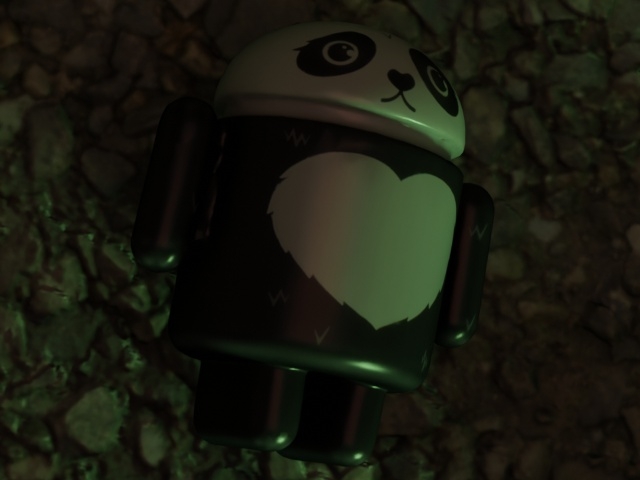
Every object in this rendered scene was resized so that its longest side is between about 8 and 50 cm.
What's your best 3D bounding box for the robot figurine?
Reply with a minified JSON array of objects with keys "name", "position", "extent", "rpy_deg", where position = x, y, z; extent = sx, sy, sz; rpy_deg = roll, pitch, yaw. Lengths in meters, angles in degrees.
[{"name":"robot figurine","position":[0.000,-0.001,1.198],"extent":[0.173,0.209,0.278],"rpy_deg":[7,81,21]}]
